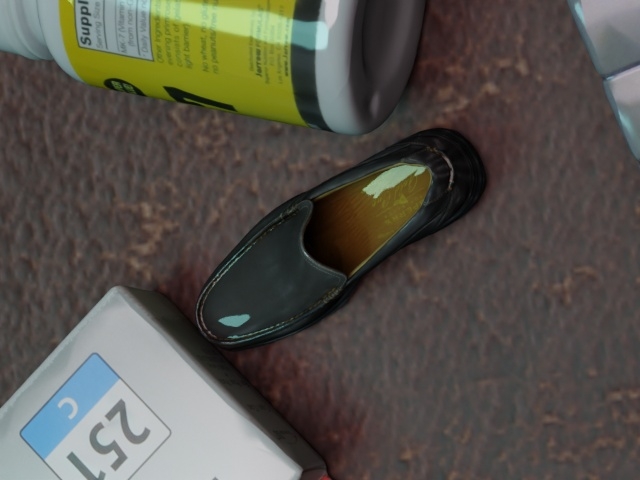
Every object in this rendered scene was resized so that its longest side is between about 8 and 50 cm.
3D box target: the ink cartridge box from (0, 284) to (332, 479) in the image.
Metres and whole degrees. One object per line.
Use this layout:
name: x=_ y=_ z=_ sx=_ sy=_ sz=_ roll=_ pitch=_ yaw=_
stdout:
ink cartridge box: x=-0.104 y=0.216 z=0.927 sx=0.261 sy=0.066 sz=0.296 roll=44 pitch=96 yaw=13

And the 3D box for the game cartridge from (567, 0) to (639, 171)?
game cartridge: x=0.271 y=-0.127 z=0.687 sx=0.355 sy=0.068 sz=0.230 roll=-21 pitch=103 yaw=18

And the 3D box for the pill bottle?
pill bottle: x=-0.063 y=-0.125 z=0.890 sx=0.208 sy=0.119 sz=0.119 roll=12 pitch=97 yaw=20

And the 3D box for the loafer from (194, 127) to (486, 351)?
loafer: x=0.000 y=0.000 z=0.904 sx=0.170 sy=0.061 sz=0.062 roll=-38 pitch=81 yaw=18
